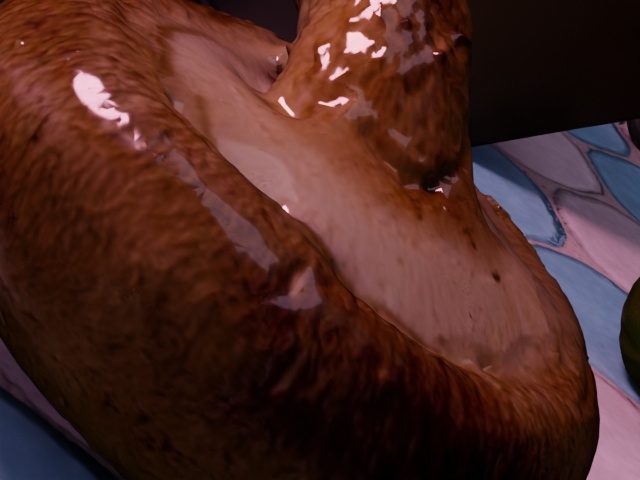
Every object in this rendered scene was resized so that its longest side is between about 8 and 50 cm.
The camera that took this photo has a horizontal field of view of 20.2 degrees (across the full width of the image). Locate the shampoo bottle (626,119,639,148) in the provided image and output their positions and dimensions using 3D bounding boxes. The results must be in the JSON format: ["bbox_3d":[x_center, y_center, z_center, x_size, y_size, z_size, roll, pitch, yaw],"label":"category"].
[{"bbox_3d":[0.468,-0.114,2.055,0.283,0.101,0.101,16,28,-44],"label":"shampoo bottle"}]

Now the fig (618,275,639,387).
[{"bbox_3d":[0.264,0.079,1.311,0.117,0.117,0.177,39,37,7],"label":"fig"}]

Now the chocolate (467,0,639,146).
[{"bbox_3d":[0.157,-0.282,1.594,0.297,0.326,0.314,-85,164,-65],"label":"chocolate"}]

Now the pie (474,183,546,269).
[{"bbox_3d":[0.073,-0.014,1.269,0.195,0.046,0.195,28,22,-12],"label":"pie"}]

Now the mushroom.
[{"bbox_3d":[-0.014,0.018,0.837,0.345,0.239,0.345,13,43,-12],"label":"mushroom"}]

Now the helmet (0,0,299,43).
[{"bbox_3d":[-0.097,-0.125,1.064,0.279,0.160,0.230,49,30,-23],"label":"helmet"}]
